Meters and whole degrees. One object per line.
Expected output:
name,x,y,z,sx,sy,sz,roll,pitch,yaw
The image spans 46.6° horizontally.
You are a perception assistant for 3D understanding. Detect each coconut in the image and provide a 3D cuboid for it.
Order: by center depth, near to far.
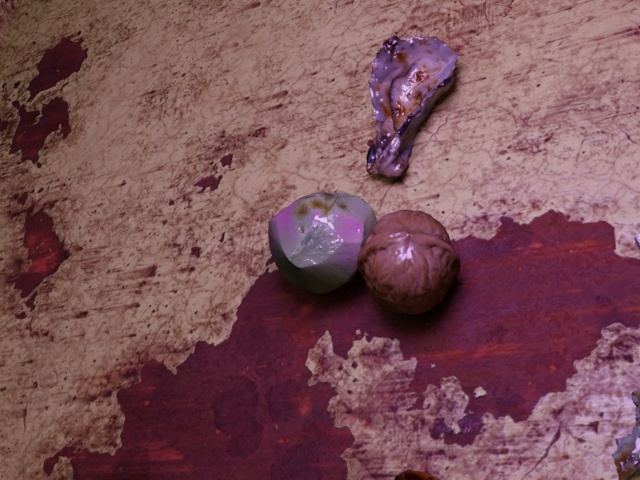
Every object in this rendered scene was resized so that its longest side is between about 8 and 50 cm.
coconut,0.000,0.000,1.540,0.236,0.235,0.205,49,133,38

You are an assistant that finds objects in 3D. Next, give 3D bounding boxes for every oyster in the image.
oyster,0.194,-0.297,1.646,0.197,0.133,0.337,7,71,31

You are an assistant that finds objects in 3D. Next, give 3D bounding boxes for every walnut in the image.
walnut,0.170,0.041,1.431,0.213,0.213,0.213,-14,59,24

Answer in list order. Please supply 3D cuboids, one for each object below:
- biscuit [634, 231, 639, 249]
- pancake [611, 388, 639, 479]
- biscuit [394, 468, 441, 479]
biscuit,0.639,0.043,1.261,0.121,0.040,0.199,-30,55,11
pancake,0.643,0.347,1.081,0.305,0.067,0.427,-46,53,3
biscuit,0.120,0.551,1.242,0.334,0.081,0.289,-53,33,-9
